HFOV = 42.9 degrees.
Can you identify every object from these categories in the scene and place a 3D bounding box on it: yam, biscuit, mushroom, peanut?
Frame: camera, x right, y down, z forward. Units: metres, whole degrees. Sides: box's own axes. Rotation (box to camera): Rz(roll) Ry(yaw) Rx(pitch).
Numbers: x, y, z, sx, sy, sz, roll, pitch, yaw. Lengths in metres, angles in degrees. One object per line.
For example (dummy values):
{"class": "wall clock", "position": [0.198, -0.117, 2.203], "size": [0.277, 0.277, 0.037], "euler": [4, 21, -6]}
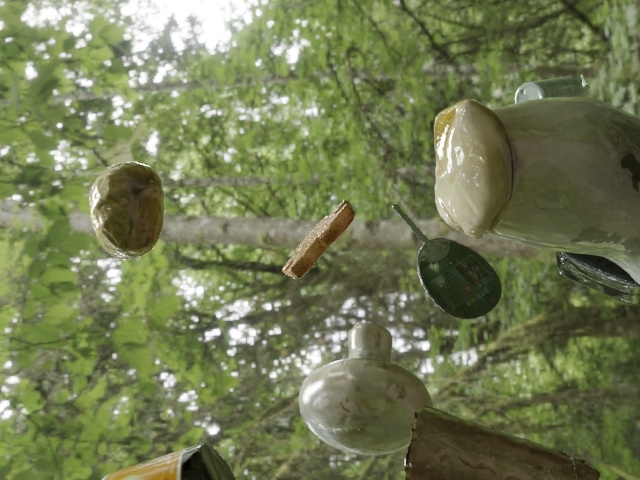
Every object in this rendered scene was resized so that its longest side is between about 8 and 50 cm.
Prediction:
{"class": "yam", "position": [0.226, 0.305, 1.055], "size": [0.128, 0.238, 0.129], "euler": [83, -156, -61]}
{"class": "biscuit", "position": [0.001, 0.000, 1.386], "size": [0.036, 0.165, 0.250], "euler": [43, 177, -4]}
{"class": "mushroom", "position": [0.210, -0.017, 0.520], "size": [0.351, 0.097, 0.109], "euler": [17, -95, -29]}
{"class": "peanut", "position": [-0.303, -0.047, 1.278], "size": [0.140, 0.109, 0.159], "euler": [-15, -61, -61]}
{"class": "mushroom", "position": [0.088, 0.267, 1.485], "size": [0.243, 0.243, 0.243], "euler": [-8, -90, -68]}

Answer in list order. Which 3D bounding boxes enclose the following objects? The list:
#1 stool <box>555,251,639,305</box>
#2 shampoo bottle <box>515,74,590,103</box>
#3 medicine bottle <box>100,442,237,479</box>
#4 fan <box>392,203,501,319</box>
{"class": "stool", "position": [0.443, -0.030, 1.167], "size": [0.141, 0.232, 0.232], "euler": [49, -141, -65]}
{"class": "shampoo bottle", "position": [0.397, -0.243, 1.352], "size": [0.195, 0.056, 0.056], "euler": [-16, -82, -43]}
{"class": "medicine bottle", "position": [-0.296, 0.463, 1.165], "size": [0.242, 0.395, 0.242], "euler": [157, 90, -89]}
{"class": "fan", "position": [0.290, 0.045, 1.764], "size": [0.223, 0.012, 0.294], "euler": [3, -128, -30]}
